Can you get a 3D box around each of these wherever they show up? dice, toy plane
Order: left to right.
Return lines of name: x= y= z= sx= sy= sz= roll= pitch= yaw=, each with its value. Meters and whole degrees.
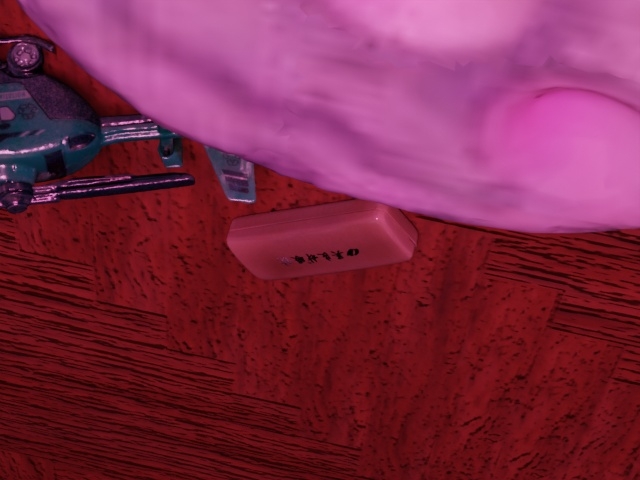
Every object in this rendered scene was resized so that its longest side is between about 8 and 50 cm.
toy plane: x=-0.149 y=-0.059 z=1.044 sx=0.235 sy=0.096 sz=0.060 roll=-4 pitch=153 yaw=-5
dice: x=0.057 y=-0.182 z=0.569 sx=0.271 sy=0.270 sz=0.270 roll=14 pitch=149 yaw=-1

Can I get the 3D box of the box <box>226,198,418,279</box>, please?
box: x=0.000 y=0.000 z=1.147 sx=0.115 sy=0.025 sz=0.048 roll=-8 pitch=145 yaw=32
